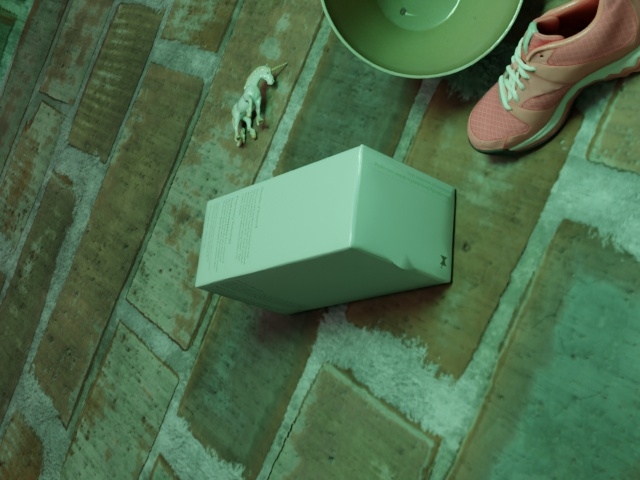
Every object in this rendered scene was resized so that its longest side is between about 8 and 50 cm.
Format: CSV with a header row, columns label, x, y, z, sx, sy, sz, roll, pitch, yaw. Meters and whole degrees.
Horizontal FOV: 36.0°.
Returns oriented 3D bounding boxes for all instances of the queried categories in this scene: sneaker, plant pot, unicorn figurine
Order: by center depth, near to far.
label,x,y,z,sx,sy,sz,roll,pitch,yaw
sneaker,0.283,-0.228,1.243,0.314,0.136,0.116,-38,46,36
plant pot,0.142,-0.376,1.418,0.284,0.284,0.191,-63,1,9
unicorn figurine,-0.129,-0.257,1.844,0.162,0.060,0.111,-36,49,37

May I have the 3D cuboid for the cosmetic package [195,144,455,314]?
label,x,y,z,sx,sy,sz,roll,pitch,yaw
cosmetic package,0.000,0.000,1.452,0.365,0.197,0.155,-16,61,46
